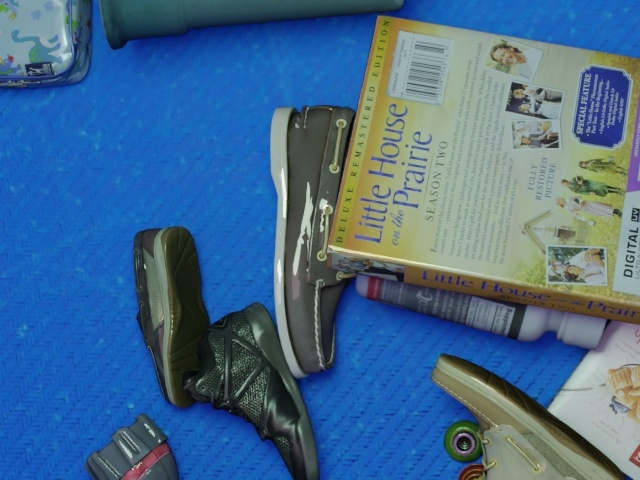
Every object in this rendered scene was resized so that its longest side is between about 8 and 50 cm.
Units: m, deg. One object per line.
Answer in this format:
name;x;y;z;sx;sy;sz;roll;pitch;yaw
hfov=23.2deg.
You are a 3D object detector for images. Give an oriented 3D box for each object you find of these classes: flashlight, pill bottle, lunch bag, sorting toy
flashlight;-0.151;0.350;1.873;0.103;0.103;0.304;-43;84;3
pill bottle;0.195;0.023;1.792;0.283;0.161;0.161;15;92;7
lunch bag;-0.372;-0.294;1.906;0.176;0.090;0.219;0;89;11
sorting toy;0.184;0.264;1.855;0.061;0.042;0.102;-19;88;7

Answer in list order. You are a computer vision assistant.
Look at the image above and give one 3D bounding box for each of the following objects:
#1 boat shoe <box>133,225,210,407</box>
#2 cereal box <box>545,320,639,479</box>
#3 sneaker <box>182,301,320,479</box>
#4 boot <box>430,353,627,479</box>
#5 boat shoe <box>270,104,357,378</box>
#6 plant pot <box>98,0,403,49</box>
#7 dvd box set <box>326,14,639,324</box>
boat shoe;-0.185;0.091;1.893;0.073;0.080;0.223;5;105;36
cereal box;0.398;0.157;1.822;0.173;0.047;0.240;35;95;6
sneaker;-0.085;0.199;1.857;0.130;0.087;0.227;-23;85;-10
boot;0.192;0.272;1.789;0.262;0.095;0.203;37;100;-5
boat shoe;0.000;0.000;1.845;0.097;0.116;0.324;-3;84;11
plant pot;-0.071;-0.386;1.758;0.334;0.341;0.341;0;90;0
dvd box set;0.239;-0.075;1.715;0.421;0.062;0.307;9;65;5
